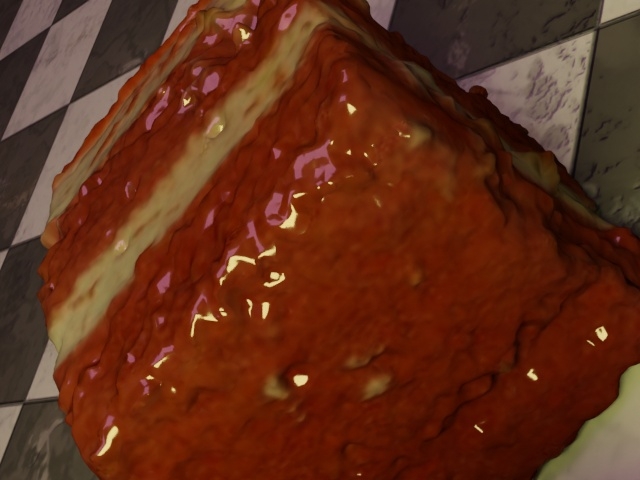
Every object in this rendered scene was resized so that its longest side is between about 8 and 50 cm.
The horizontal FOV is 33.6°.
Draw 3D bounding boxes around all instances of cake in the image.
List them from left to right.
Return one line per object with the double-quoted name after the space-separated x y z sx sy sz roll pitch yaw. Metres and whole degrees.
0.000 0.000 0.668 0.270 0.269 0.319 -50 34 14 "cake"
